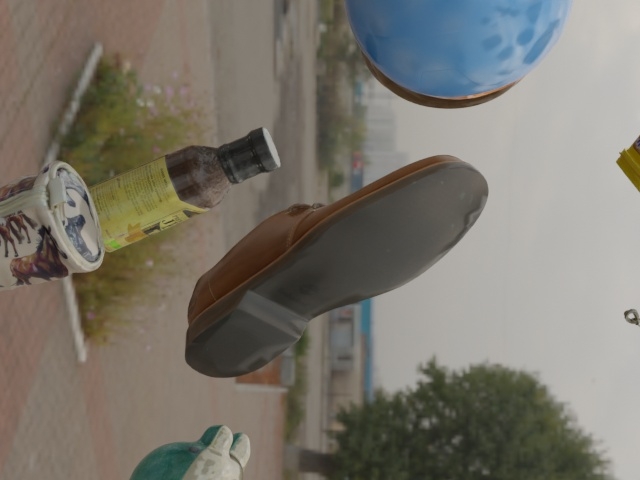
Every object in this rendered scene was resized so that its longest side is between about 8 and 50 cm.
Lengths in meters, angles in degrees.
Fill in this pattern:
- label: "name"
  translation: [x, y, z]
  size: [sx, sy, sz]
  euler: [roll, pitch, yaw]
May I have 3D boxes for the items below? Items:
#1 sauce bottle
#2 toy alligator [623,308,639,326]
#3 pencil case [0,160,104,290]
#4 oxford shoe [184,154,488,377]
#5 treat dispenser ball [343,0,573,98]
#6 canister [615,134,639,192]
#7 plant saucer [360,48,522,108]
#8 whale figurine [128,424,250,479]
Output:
- label: "sauce bottle"
  translation: [-0.232, -0.082, 1.670]
  size: [0.111, 0.344, 0.111]
  euler: [-22, 90, -81]
- label: "toy alligator"
  translation: [0.560, 0.174, 1.683]
  size: [0.056, 0.189, 0.051]
  euler: [-52, -167, 25]
- label: "pencil case"
  translation: [-0.508, 0.004, 1.508]
  size: [0.183, 0.410, 0.160]
  euler: [41, 38, -68]
- label: "oxford shoe"
  translation: [0.000, 0.000, 0.633]
  size: [0.076, 0.212, 0.076]
  euler: [42, 27, -41]
- label: "treat dispenser ball"
  translation: [0.170, -0.320, 1.317]
  size: [0.288, 0.288, 0.288]
  euler: [1, 90, -88]
- label: "canister"
  translation: [0.495, -0.139, 1.439]
  size: [0.170, 0.073, 0.126]
  euler: [-55, -155, 23]
- label: "plant saucer"
  translation: [0.198, -0.290, 1.636]
  size: [0.278, 0.277, 0.041]
  euler: [88, 7, -58]
- label: "whale figurine"
  translation: [-0.195, 0.363, 1.582]
  size: [0.272, 0.141, 0.216]
  euler: [-33, 142, -71]
